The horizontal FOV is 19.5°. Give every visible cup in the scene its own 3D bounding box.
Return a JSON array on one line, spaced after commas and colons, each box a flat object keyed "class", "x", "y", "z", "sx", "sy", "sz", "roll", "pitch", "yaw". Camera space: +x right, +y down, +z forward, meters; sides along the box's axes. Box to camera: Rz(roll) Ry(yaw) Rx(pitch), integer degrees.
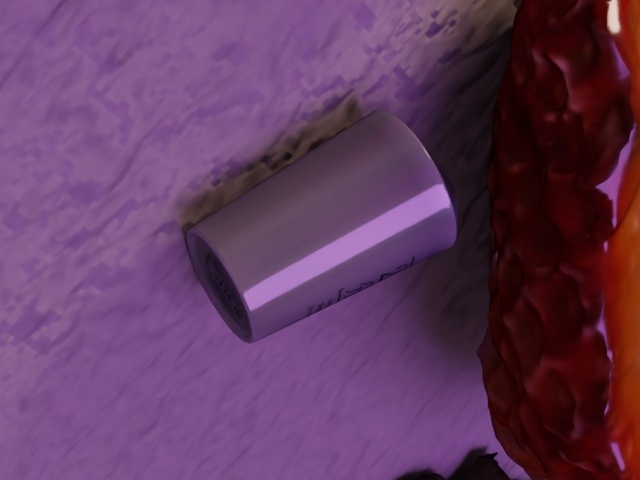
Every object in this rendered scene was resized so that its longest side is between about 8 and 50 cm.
[{"class": "cup", "x": 0.000, "y": 0.000, "z": 0.883, "sx": 0.116, "sy": 0.074, "sz": 0.104, "roll": -30, "pitch": 166, "yaw": -16}]

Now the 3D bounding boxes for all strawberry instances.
[{"class": "strawberry", "x": 0.157, "y": -0.013, "z": 0.951, "sx": 0.265, "sy": 0.149, "sz": 0.336, "roll": -39, "pitch": 128, "yaw": -32}]

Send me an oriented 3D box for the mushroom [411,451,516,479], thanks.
[{"class": "mushroom", "x": 0.095, "y": 0.222, "z": 1.120, "sx": 0.141, "sy": 0.117, "sz": 0.188, "roll": -40, "pitch": 146, "yaw": 9}]
